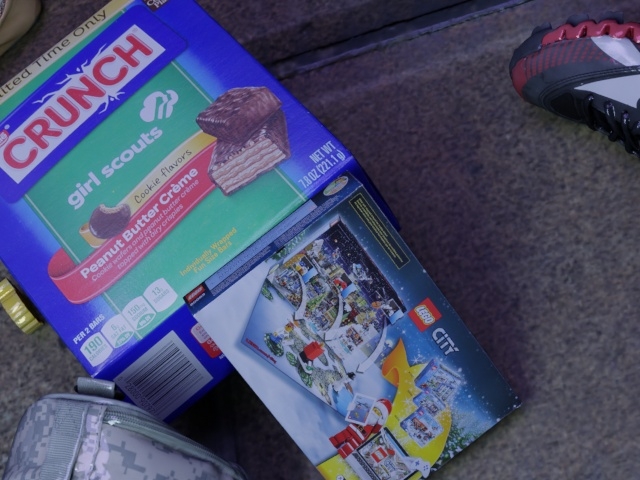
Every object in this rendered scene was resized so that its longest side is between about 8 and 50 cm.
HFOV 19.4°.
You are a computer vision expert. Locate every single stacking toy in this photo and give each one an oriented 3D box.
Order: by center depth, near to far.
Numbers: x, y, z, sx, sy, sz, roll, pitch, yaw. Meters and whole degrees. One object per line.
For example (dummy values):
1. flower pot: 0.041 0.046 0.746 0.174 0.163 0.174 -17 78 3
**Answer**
1. stacking toy: -0.255 -0.039 1.701 0.167 0.052 0.221 -39 56 -2

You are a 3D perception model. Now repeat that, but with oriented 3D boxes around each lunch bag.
1. lunch bag: -0.166 0.282 1.377 0.212 0.256 0.305 5 66 23

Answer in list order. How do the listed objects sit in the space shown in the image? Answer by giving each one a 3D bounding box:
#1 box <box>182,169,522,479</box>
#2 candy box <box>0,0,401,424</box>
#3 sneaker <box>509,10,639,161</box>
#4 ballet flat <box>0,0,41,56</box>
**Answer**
1. box: 0.027 0.085 1.431 0.159 0.233 0.044 -38 23 -2
2. candy box: -0.137 -0.043 1.547 0.268 0.122 0.317 -40 51 -5
3. sneaker: 0.274 -0.104 1.506 0.276 0.098 0.135 11 66 24
4. ballet flat: -0.363 -0.169 1.797 0.080 0.073 0.232 30 77 31
